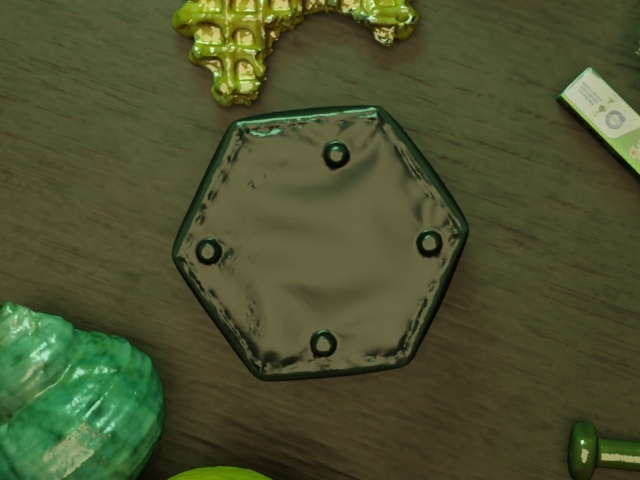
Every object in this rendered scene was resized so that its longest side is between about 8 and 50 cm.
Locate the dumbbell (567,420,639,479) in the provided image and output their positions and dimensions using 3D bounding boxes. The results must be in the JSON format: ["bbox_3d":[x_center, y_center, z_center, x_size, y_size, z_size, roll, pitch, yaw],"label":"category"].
[{"bbox_3d":[0.260,0.176,1.333,0.118,0.052,0.046,6,122,3],"label":"dumbbell"}]

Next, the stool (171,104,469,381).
[{"bbox_3d":[0.000,0.000,1.293,0.232,0.141,0.232,0,91,3],"label":"stool"}]

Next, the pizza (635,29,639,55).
[{"bbox_3d":[0.317,-0.153,1.310,0.147,0.069,0.226,-33,89,-7],"label":"pizza"}]

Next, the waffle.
[{"bbox_3d":[-0.022,-0.192,1.334,0.194,0.051,0.149,-33,89,2],"label":"waffle"}]

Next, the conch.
[{"bbox_3d":[-0.214,0.151,1.306,0.196,0.134,0.202,-13,76,22],"label":"conch"}]

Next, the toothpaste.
[{"bbox_3d":[0.266,-0.065,1.330,0.178,0.043,0.037,45,96,0],"label":"toothpaste"}]

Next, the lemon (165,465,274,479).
[{"bbox_3d":[-0.091,0.314,1.247,0.253,0.253,0.310,39,75,1],"label":"lemon"}]
